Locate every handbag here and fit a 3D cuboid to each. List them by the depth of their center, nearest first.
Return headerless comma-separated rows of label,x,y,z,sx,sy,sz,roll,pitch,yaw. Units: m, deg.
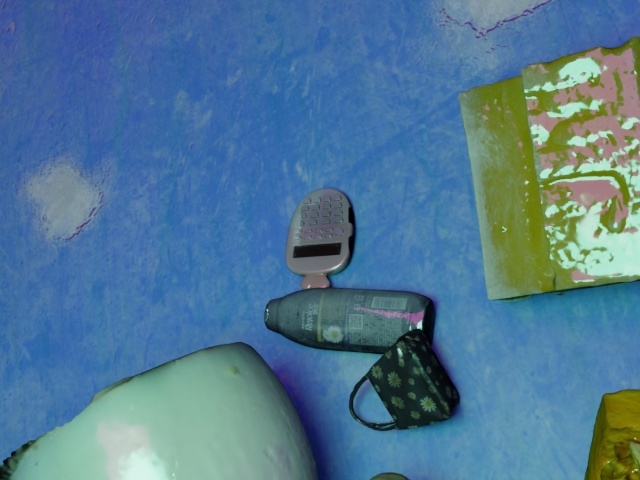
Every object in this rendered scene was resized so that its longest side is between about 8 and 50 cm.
handbag,0.095,0.192,1.271,0.139,0.072,0.115,-31,90,26

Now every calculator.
calculator,0.000,0.000,1.429,0.103,0.024,0.166,-4,64,21

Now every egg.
egg,-0.150,0.342,1.167,0.354,0.354,0.339,-33,75,7

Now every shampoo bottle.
shampoo bottle,0.036,0.108,1.348,0.234,0.049,0.087,1,82,24

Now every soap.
soap,0.306,-0.077,1.223,0.259,0.143,0.281,-13,83,32

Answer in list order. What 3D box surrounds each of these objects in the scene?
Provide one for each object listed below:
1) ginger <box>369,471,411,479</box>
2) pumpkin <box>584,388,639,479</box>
ginger,0.145,0.386,1.116,0.304,0.155,0.244,-1,85,18
pumpkin,0.373,0.309,0.989,0.225,0.256,0.303,9,39,14
